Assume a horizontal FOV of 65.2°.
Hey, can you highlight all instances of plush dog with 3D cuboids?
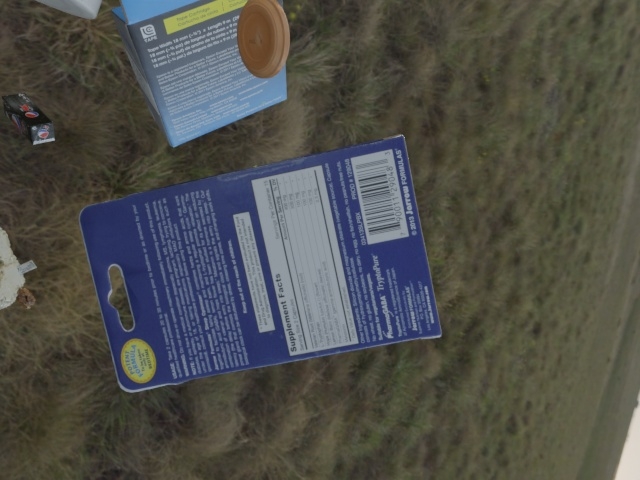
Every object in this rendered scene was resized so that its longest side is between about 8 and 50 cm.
[{"bbox_3d":[-0.864,0.117,1.234,0.211,0.225,0.263,67,14,-50],"label":"plush dog"}]

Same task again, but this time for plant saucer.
[{"bbox_3d":[-0.065,-0.218,0.539,0.013,0.083,0.084,-18,118,-41],"label":"plant saucer"}]

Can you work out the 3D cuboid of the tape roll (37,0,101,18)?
[{"bbox_3d":[-0.267,-0.306,0.375,0.246,0.246,0.169,13,102,-56],"label":"tape roll"}]

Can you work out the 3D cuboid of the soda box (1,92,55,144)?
[{"bbox_3d":[-0.745,-0.312,1.277,0.060,0.169,0.053,-26,144,-40],"label":"soda box"}]

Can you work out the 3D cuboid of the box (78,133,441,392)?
[{"bbox_3d":[-0.042,0.018,0.347,0.036,0.225,0.137,-69,147,-84],"label":"box"}]

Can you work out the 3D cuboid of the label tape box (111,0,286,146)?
[{"bbox_3d":[-0.184,-0.329,0.796,0.240,0.106,0.334,-28,157,-16],"label":"label tape box"}]

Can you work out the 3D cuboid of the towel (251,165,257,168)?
[{"bbox_3d":[0.000,0.000,0.605,0.021,0.237,0.102,-54,-172,40],"label":"towel"}]
